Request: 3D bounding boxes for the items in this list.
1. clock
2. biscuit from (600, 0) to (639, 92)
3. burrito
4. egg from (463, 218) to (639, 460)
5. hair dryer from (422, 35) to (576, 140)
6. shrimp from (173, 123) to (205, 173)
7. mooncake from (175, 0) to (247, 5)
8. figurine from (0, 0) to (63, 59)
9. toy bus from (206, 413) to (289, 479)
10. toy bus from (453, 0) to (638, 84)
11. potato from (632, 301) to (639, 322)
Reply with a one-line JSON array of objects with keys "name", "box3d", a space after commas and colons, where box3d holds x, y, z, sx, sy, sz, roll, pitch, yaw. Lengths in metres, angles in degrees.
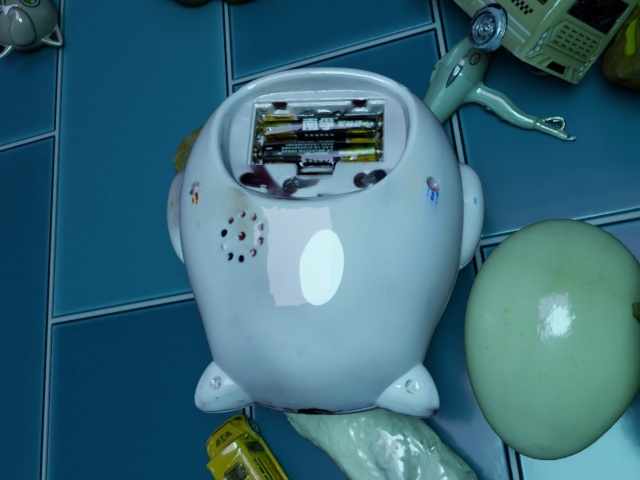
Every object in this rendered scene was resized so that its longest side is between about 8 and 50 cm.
[{"name": "clock", "box3d": [0.000, 0.000, 0.742, 0.368, 0.250, 0.376, 0, 63, 6]}, {"name": "biscuit", "box3d": [0.450, -0.334, 0.681, 0.070, 0.350, 0.394, 36, 85, -4]}, {"name": "burrito", "box3d": [0.060, 0.236, 0.792, 0.392, 0.076, 0.117, 39, 96, 27]}, {"name": "egg", "box3d": [0.246, 0.102, 0.699, 0.189, 0.188, 0.253, 13, 87, 23]}, {"name": "hair dryer", "box3d": [0.207, -0.153, 0.877, 0.167, 0.067, 0.199, -42, 79, 14]}, {"name": "shrimp", "box3d": [-0.121, -0.103, 0.981, 0.236, 0.053, 0.133, 34, 68, 29]}, {"name": "mooncake", "box3d": [-0.165, -0.561, 1.051, 0.379, 0.201, 0.378, -7, 71, 23]}, {"name": "figurine", "box3d": [-0.529, -0.394, 1.169, 0.125, 0.125, 0.138, -18, 82, 15]}, {"name": "toy bus", "box3d": [-0.088, 0.298, 0.827, 0.069, 0.074, 0.162, -42, 66, 6]}, {"name": "toy bus", "box3d": [0.233, -0.328, 0.811, 0.157, 0.139, 0.289, -55, 45, 31]}, {"name": "potato", "box3d": [0.461, 0.127, 0.521, 0.442, 0.385, 0.319, 36, 99, 15]}]
